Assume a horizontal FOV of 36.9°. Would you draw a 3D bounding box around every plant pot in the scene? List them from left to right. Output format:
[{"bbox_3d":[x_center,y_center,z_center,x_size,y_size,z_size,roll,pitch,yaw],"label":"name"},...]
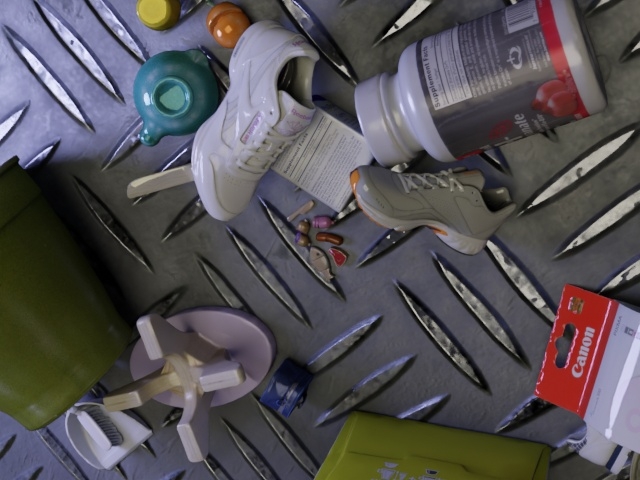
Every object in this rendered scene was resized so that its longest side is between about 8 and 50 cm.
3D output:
[{"bbox_3d":[-0.511,0.111,1.582,0.366,0.366,0.353,-37,105,23],"label":"plant pot"}]

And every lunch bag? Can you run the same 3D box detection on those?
[{"bbox_3d":[-0.052,0.246,1.583,0.065,0.098,0.067,29,107,5],"label":"lunch bag"}]

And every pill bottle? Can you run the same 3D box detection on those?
[{"bbox_3d":[0.215,-0.211,1.321,0.318,0.176,0.176,-18,100,22],"label":"pill bottle"}]

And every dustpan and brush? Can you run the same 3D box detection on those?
[{"bbox_3d":[-0.427,0.320,1.744,0.147,0.060,0.211,-41,91,23],"label":"dustpan and brush"}]

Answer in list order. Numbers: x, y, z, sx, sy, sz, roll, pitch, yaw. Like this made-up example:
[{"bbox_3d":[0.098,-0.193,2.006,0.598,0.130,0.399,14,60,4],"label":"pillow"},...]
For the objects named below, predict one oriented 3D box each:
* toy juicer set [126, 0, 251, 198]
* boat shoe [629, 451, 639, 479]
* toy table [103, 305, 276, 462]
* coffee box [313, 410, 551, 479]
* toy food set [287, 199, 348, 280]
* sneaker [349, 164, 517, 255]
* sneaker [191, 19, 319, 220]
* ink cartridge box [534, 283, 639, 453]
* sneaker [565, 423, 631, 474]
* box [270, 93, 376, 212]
[{"bbox_3d":[-0.191,-0.225,1.507,0.209,0.089,0.329,5,105,-3],"label":"toy juicer set"},{"bbox_3d":[0.511,0.368,1.437,0.113,0.103,0.302,13,104,13],"label":"boat shoe"},{"bbox_3d":[-0.221,0.222,1.598,0.274,0.161,0.252,-27,96,22],"label":"toy table"},{"bbox_3d":[0.157,0.501,1.461,0.337,0.338,0.335,7,108,15],"label":"coffee box"},{"bbox_3d":[0.000,0.000,1.537,0.078,0.019,0.122,-36,93,23],"label":"toy food set"},{"bbox_3d":[0.164,-0.071,1.363,0.262,0.099,0.121,16,134,-32],"label":"sneaker"},{"bbox_3d":[-0.093,-0.164,1.398,0.152,0.114,0.305,31,107,43],"label":"sneaker"},{"bbox_3d":[0.421,0.185,1.374,0.232,0.066,0.189,20,101,33],"label":"ink cartridge box"},{"bbox_3d":[0.449,0.234,1.433,0.094,0.090,0.235,28,110,24],"label":"sneaker"},{"bbox_3d":[0.012,-0.134,1.465,0.137,0.072,0.126,33,113,5],"label":"box"}]
